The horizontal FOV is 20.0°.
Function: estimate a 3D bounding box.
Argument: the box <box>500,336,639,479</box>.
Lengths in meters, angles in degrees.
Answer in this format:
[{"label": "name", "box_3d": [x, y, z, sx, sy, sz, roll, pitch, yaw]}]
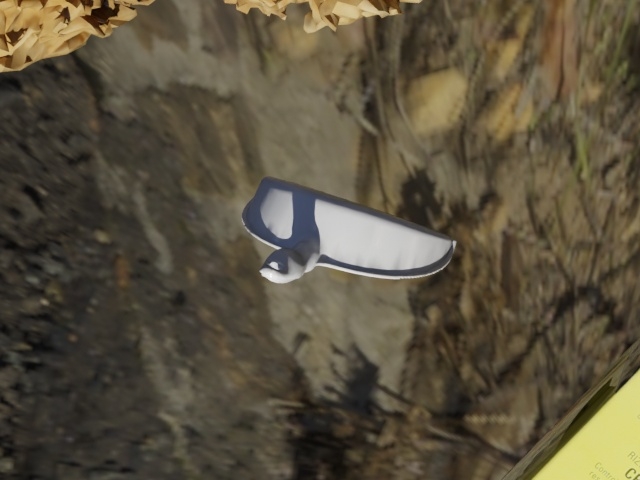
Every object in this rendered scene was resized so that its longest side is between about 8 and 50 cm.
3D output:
[{"label": "box", "box_3d": [0.086, 0.093, 0.593, 0.058, 0.087, 0.232, 42, 111, 5]}]

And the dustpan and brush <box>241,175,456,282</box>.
[{"label": "dustpan and brush", "box_3d": [0.000, 0.000, 1.205, 0.147, 0.211, 0.060, 19, 93, 13]}]

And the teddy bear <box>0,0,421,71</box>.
[{"label": "teddy bear", "box_3d": [-0.095, -0.107, 0.467, 0.338, 0.245, 0.113, 0, 112, 29]}]
